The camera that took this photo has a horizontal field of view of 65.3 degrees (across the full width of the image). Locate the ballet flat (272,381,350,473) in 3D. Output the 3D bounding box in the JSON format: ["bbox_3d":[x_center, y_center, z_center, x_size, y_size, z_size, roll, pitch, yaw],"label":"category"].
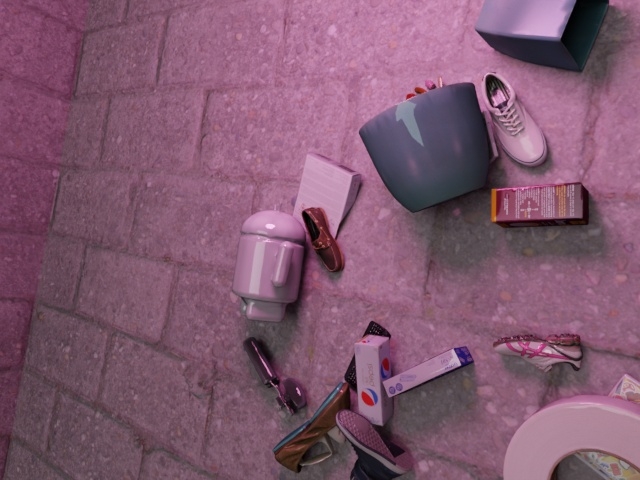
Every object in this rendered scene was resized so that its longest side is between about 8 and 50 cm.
[{"bbox_3d":[0.002,0.536,1.390,0.124,0.116,0.342,44,110,10],"label":"ballet flat"}]

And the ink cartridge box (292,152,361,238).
[{"bbox_3d":[0.013,-0.126,1.515,0.189,0.066,0.232,31,122,34],"label":"ink cartridge box"}]

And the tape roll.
[{"bbox_3d":[0.566,0.508,0.987,0.392,0.072,0.392,-1,89,38],"label":"tape roll"}]

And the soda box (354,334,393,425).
[{"bbox_3d":[0.140,0.360,1.297,0.069,0.074,0.216,1,100,32],"label":"soda box"}]

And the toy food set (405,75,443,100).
[{"bbox_3d":[0.285,-0.400,1.373,0.122,0.019,0.078,-14,75,41],"label":"toy food set"}]

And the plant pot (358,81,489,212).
[{"bbox_3d":[0.267,-0.204,1.204,0.293,0.293,0.235,-20,87,31],"label":"plant pot"}]

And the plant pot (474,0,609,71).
[{"bbox_3d":[0.499,-0.513,1.159,0.234,0.166,0.165,26,98,43],"label":"plant pot"}]

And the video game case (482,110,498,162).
[{"bbox_3d":[0.402,-0.246,1.236,0.011,0.087,0.122,-6,76,-9],"label":"video game case"}]

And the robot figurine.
[{"bbox_3d":[-0.153,0.062,1.500,0.300,0.200,0.353,6,87,64],"label":"robot figurine"}]

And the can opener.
[{"bbox_3d":[-0.143,0.412,1.534,0.093,0.074,0.280,-34,62,-12],"label":"can opener"}]

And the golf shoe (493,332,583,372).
[{"bbox_3d":[0.480,0.251,1.113,0.186,0.067,0.086,-8,81,34],"label":"golf shoe"}]

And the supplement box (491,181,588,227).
[{"bbox_3d":[0.494,-0.076,1.127,0.188,0.104,0.080,-2,83,35],"label":"supplement box"}]

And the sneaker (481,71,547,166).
[{"bbox_3d":[0.450,-0.290,1.195,0.094,0.091,0.258,-35,65,26],"label":"sneaker"}]

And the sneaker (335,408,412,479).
[{"bbox_3d":[0.096,0.548,1.282,0.226,0.086,0.163,40,121,1],"label":"sneaker"}]

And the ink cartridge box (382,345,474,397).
[{"bbox_3d":[0.265,0.325,1.233,0.207,0.097,0.046,-35,65,27],"label":"ink cartridge box"}]

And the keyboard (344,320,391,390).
[{"bbox_3d":[0.130,0.323,1.365,0.100,0.038,0.192,29,101,34],"label":"keyboard"}]

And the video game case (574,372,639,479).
[{"bbox_3d":[0.656,0.418,0.992,0.227,0.026,0.206,37,105,33],"label":"video game case"}]

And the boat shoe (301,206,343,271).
[{"bbox_3d":[0.000,0.000,1.465,0.073,0.073,0.207,-32,76,37],"label":"boat shoe"}]
